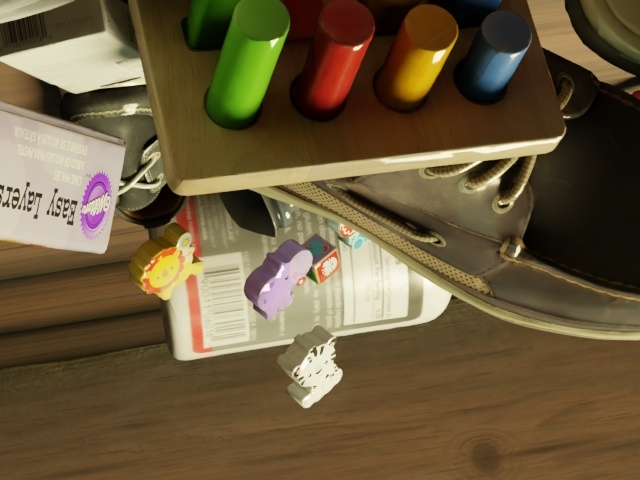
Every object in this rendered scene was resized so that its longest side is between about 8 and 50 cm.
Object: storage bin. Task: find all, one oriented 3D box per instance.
[{"bbox_3d":[-0.023,-0.068,1.188,0.091,0.098,0.135,-26,-170,-13],"label":"storage bin"}]

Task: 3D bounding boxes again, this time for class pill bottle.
[{"bbox_3d":[0.011,-0.005,1.402,0.283,0.161,0.161,-9,172,-8],"label":"pill bottle"}]

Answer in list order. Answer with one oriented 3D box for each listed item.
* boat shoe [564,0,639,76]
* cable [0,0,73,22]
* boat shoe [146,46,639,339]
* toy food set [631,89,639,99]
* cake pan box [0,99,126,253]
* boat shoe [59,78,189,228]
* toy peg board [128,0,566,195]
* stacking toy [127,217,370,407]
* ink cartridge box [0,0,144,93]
[{"bbox_3d":[0.241,-0.125,0.998,0.319,0.116,0.099,-10,170,-38],"label":"boat shoe"},{"bbox_3d":[-0.154,-0.130,0.576,0.257,0.089,0.257,-6,171,-24],"label":"cable"},{"bbox_3d":[0.065,-0.046,0.898,0.355,0.132,0.130,17,170,11],"label":"boat shoe"},{"bbox_3d":[0.325,-0.104,1.432,0.232,0.105,0.111,9,-175,-2],"label":"toy food set"},{"bbox_3d":[-0.258,-0.053,0.821,0.266,0.070,0.246,10,177,16],"label":"cake pan box"},{"bbox_3d":[-0.119,-0.061,1.163,0.084,0.079,0.233,-7,170,-1],"label":"boat shoe"},{"bbox_3d":[0.010,-0.113,0.692,0.160,0.161,0.079,-7,157,-16],"label":"toy peg board"},{"bbox_3d":[0.000,0.000,1.250,0.221,0.167,0.052,-40,143,-22],"label":"stacking toy"},{"bbox_3d":[-0.129,-0.109,0.983,0.062,0.029,0.115,-12,173,12],"label":"ink cartridge box"}]
